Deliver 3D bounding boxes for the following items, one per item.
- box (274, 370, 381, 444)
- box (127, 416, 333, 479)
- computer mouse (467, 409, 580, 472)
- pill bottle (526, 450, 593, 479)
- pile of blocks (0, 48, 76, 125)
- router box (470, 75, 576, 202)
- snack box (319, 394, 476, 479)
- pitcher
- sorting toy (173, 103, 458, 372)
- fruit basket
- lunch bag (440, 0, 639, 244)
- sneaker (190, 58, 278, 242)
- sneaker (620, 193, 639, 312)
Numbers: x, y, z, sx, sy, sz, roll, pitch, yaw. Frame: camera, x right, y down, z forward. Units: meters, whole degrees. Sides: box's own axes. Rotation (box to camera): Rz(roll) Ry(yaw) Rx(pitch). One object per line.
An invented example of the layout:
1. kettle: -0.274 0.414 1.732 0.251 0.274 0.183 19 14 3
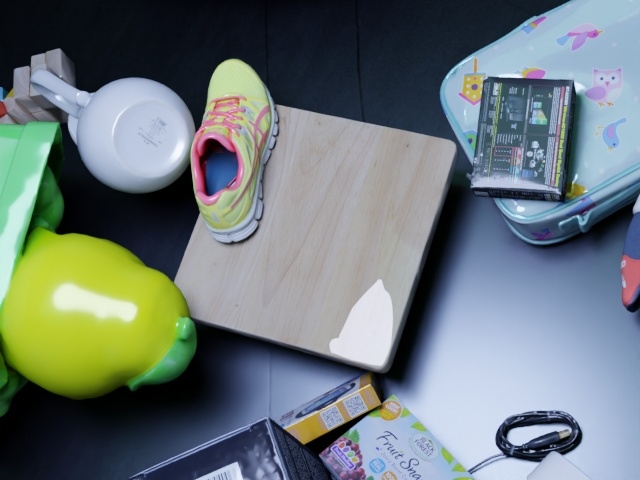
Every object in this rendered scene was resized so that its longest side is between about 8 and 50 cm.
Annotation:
1. box: -0.001 0.182 1.340 0.136 0.081 0.028 -26 94 4
2. box: -0.070 0.271 1.258 0.153 0.207 0.108 -24 64 5
3. computer mouse: 0.148 0.232 1.300 0.242 0.041 0.071 -28 64 5
4. pill bottle: 0.155 0.352 1.178 0.318 0.176 0.176 -46 65 -3
5. pile of blocks: -0.439 -0.101 1.559 0.149 0.112 0.362 28 80 23
6. router box: 0.205 -0.103 1.294 0.092 0.038 0.122 5 78 17
7. snack box: 0.081 0.234 1.276 0.100 0.037 0.141 -37 54 -13
8. pitcher: -0.234 -0.132 1.426 0.125 0.178 0.207 -59 22 -5
9. sorting toy: 0.000 0.000 1.404 0.255 0.089 0.257 14 74 21
10. fruit basket: -0.311 0.065 1.379 0.392 0.283 0.392 1 82 -10
11. lunch bag: 0.279 -0.131 1.359 0.279 0.108 0.224 -29 71 7
12. sneaker: -0.097 -0.109 1.372 0.081 0.094 0.208 -8 67 15
13. sneaker: 0.457 0.062 1.235 0.350 0.131 0.148 17 83 27
